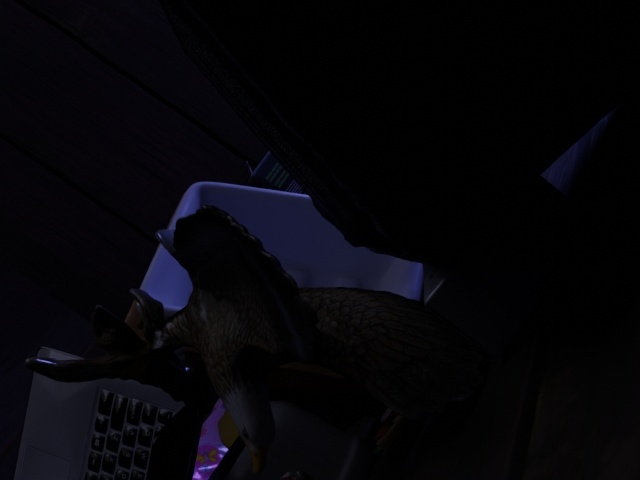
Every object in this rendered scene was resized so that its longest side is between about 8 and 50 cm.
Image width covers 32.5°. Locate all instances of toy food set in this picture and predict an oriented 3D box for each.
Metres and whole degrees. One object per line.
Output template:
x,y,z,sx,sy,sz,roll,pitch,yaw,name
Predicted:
0.073,0.154,0.966,0.083,0.020,0.082,-56,2,-22,toy food set

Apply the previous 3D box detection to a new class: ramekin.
-0.051,0.250,1.043,0.207,0.109,0.207,-54,2,3,ramekin

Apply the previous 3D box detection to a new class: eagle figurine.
-0.044,0.072,0.883,0.298,0.225,0.226,-27,6,38,eagle figurine

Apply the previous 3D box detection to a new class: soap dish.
-0.030,0.060,1.123,0.229,0.291,0.118,-73,-10,-47,soap dish

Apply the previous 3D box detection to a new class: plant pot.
-0.083,0.251,1.438,0.081,0.081,0.083,-54,12,15,plant pot

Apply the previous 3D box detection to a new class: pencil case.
-0.164,0.364,1.735,0.124,0.124,0.284,-54,3,33,pencil case

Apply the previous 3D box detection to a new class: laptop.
-0.260,0.324,1.077,0.236,0.408,0.382,12,-92,-54,laptop

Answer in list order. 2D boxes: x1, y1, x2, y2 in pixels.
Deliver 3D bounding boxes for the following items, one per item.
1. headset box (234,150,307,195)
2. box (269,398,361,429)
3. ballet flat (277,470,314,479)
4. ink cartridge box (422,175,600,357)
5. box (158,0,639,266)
0.000,0.000,1.454,0.131,0.283,0.246,-57,2,-34,headset box
0.035,0.127,1.275,0.156,0.093,0.158,-56,4,-33,box
-0.041,0.290,0.848,0.077,0.091,0.241,-5,46,46,ballet flat
0.148,0.005,0.889,0.127,0.072,0.175,-53,2,11,ink cartridge box
0.136,-0.241,0.863,0.480,0.297,0.472,-42,4,-2,box
